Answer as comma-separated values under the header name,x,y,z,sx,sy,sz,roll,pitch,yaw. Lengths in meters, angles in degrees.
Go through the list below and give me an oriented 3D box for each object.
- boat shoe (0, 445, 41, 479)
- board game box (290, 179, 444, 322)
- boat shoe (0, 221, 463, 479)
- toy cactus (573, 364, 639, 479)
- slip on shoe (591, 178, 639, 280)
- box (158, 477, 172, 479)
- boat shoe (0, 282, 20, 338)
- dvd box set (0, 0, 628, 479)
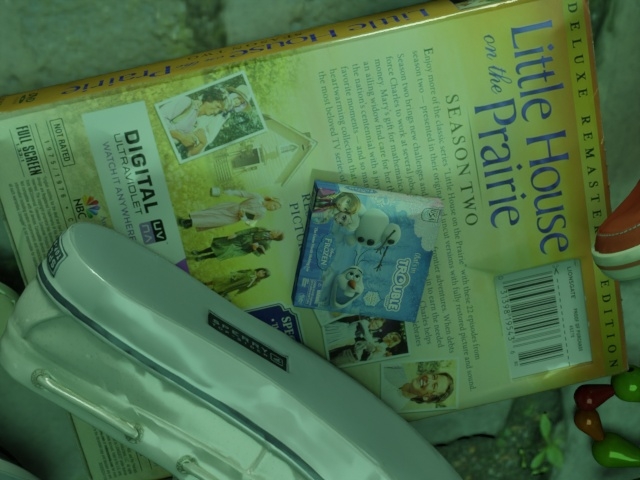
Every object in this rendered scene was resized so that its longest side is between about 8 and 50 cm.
name,x,y,z,sx,sy,sz,roll,pitch,yaw
boat shoe,-0.289,0.153,0.867,0.228,0.076,0.080,38,83,-39
board game box,0.032,0.008,0.828,0.090,0.020,0.090,7,111,-10
boat shoe,-0.060,0.151,0.816,0.367,0.136,0.156,34,105,-15
toy cactus,0.309,0.169,0.962,0.180,0.112,0.219,-32,104,-4
slip on shoe,0.281,-0.116,0.808,0.101,0.123,0.331,36,90,-9
box,-0.117,0.262,0.975,0.186,0.038,0.145,-11,114,-3
boat shoe,-0.322,0.056,0.850,0.228,0.069,0.081,0,84,-8
dvd box set,0.000,0.000,0.866,0.421,0.062,0.307,-13,113,-1
